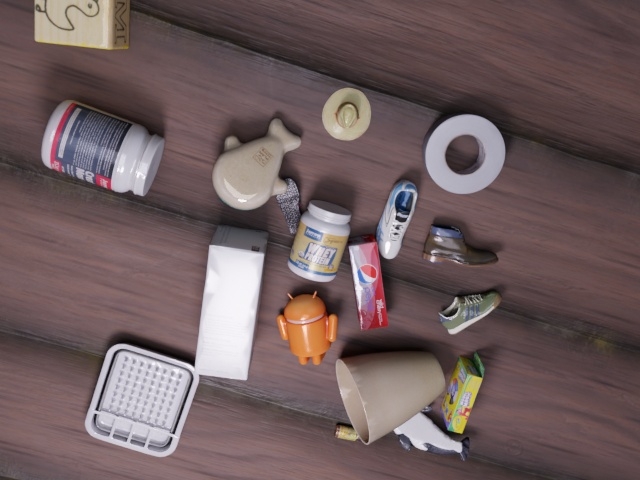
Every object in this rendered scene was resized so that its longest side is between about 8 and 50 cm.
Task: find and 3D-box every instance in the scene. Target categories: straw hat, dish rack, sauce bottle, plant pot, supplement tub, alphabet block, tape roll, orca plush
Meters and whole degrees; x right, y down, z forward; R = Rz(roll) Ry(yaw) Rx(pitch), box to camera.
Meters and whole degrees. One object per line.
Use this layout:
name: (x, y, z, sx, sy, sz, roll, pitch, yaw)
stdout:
straw hat: (0.073, -0.340, 1.830, 0.145, 0.061, 0.144, -1, 106, -2)
dish rack: (-0.537, 0.476, 2.049, 0.286, 0.072, 0.332, 19, 105, -6)
sauce bottle: (0.108, 0.610, 2.120, 0.128, 0.042, 0.042, 11, 106, -7)
plant pot: (0.218, 0.432, 1.984, 0.274, 0.256, 0.256, -15, 107, -13)
supplement tub: (-0.570, -0.240, 1.775, 0.272, 0.191, 0.191, 20, 105, -7)
alphabet block: (-0.587, -0.586, 1.674, 0.193, 0.193, 0.197, 5, 106, -1)
tape roll: (0.393, -0.242, 1.861, 0.219, 0.072, 0.219, 0, 105, -1)
supplement tub: (0.000, 0.000, 1.884, 0.145, 0.144, 0.199, 15, 105, -6)
orca plush: (0.322, 0.592, 2.106, 0.287, 0.102, 0.151, 14, 69, -2)

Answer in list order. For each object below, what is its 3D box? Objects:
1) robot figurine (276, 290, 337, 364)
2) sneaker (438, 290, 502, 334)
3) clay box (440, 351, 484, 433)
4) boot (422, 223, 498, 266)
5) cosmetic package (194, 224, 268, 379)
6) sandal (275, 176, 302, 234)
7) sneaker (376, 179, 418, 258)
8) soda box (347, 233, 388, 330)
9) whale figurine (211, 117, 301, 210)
robot figurine: (-0.035, 0.252, 1.967, 0.128, 0.158, 0.219, -19, 109, -30)
sneaker: (0.437, 0.195, 1.992, 0.192, 0.064, 0.086, -37, 109, 12)
clay box: (0.429, 0.452, 2.036, 0.053, 0.127, 0.221, 13, 105, -4)
boot: (0.407, 0.013, 1.931, 0.219, 0.082, 0.106, 3, 109, 0)
cosmetic package: (-0.247, 0.169, 1.893, 0.156, 0.217, 0.384, 7, 104, -4)
sandal: (-0.084, -0.100, 1.913, 0.067, 0.040, 0.179, -9, 121, 7)
sneaker: (0.215, -0.055, 1.905, 0.085, 0.086, 0.237, 11, 107, -6)
soda box: (0.136, 0.121, 1.950, 0.084, 0.092, 0.263, -10, 106, 0)
whale figurine: (-0.176, -0.205, 1.844, 0.216, 0.141, 0.272, 40, 78, -5)
